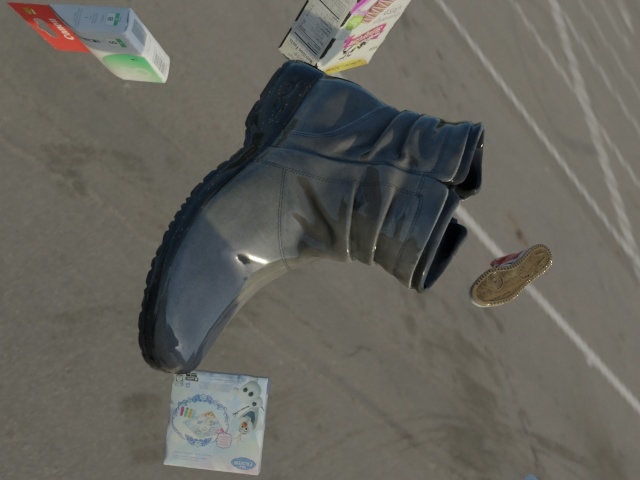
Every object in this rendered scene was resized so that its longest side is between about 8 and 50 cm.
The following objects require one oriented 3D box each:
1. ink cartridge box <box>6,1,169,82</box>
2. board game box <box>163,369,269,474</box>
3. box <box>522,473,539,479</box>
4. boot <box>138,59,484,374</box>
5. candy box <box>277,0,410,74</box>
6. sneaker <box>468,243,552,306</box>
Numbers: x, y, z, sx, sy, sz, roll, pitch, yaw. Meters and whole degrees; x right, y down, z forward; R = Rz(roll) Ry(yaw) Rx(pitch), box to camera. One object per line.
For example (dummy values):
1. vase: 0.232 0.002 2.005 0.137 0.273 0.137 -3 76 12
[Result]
1. ink cartridge box: -0.388 -0.331 1.560 0.181 0.224 0.056 52 44 -71
2. board game box: -0.097 0.168 0.871 0.020 0.090 0.090 58 38 -83
3. box: 0.281 0.396 1.259 0.087 0.102 0.101 37 -32 32
4. boot: 0.000 0.000 0.835 0.338 0.222 0.118 -62 162 -12
5. candy box: 0.060 -0.339 1.288 0.071 0.233 0.159 49 40 13
6. sneaker: 0.200 0.045 1.044 0.118 0.067 0.042 -27 88 -27
